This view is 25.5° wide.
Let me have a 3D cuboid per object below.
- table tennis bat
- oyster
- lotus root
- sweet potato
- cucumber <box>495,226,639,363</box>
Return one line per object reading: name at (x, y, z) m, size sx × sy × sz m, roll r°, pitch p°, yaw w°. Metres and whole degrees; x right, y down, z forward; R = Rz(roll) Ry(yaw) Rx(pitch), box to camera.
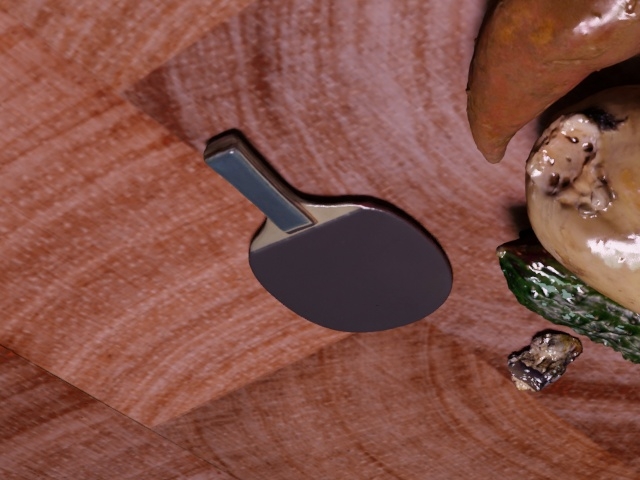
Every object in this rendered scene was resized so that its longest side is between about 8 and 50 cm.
table tennis bat at (0.000, 0.000, 1.143) m, size 0.154 × 0.021 × 0.274 m, roll -21°, pitch 137°, yaw 27°
oyster at (0.198, 0.111, 1.262) m, size 0.054 × 0.019 × 0.083 m, roll 20°, pitch 138°, yaw -19°
lotus root at (0.275, -0.009, 1.010) m, size 0.284 × 0.146 × 0.160 m, roll 23°, pitch 147°, yaw -24°
sweet potato at (0.190, -0.164, 0.864) m, size 0.106 × 0.095 × 0.354 m, roll 32°, pitch 132°, yaw -24°
cucumber at (0.284, 0.068, 1.148) m, size 0.359 × 0.096 × 0.096 m, roll 28°, pitch 135°, yaw -23°
